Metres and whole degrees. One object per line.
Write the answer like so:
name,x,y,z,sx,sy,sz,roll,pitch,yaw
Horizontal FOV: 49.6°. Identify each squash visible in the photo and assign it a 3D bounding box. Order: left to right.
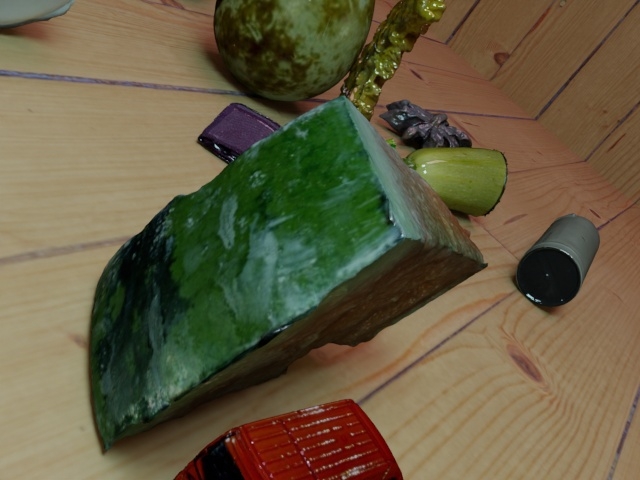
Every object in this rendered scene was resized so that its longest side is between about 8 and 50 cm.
squash,0.221,-0.111,1.195,0.287,0.137,0.137,4,41,-45

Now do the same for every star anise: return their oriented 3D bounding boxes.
star anise,0.222,-0.233,1.454,0.230,0.081,0.262,17,33,-16

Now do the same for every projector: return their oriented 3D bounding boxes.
projector,0.441,0.028,1.269,0.108,0.108,0.337,44,26,12

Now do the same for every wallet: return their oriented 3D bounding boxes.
wallet,-0.094,-0.138,0.944,0.111,0.030,0.166,35,26,-8

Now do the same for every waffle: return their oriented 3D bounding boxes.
waffle,0.094,-0.290,1.134,0.069,0.293,0.260,32,14,-11

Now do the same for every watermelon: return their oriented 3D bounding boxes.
watermelon,-0.035,0.020,0.542,0.151,0.264,0.302,60,21,14

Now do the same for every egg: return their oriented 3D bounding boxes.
egg,-0.036,-0.357,1.079,0.238,0.289,0.238,26,28,-15

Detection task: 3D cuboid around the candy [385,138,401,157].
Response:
candy,0.101,-0.094,1.078,0.102,0.032,0.178,-12,47,-16

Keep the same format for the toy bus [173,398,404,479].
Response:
toy bus,-0.002,0.163,0.493,0.195,0.089,0.081,4,42,-50

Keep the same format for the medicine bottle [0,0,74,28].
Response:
medicine bottle,-0.381,-0.418,0.741,0.190,0.190,0.332,-3,68,-54
